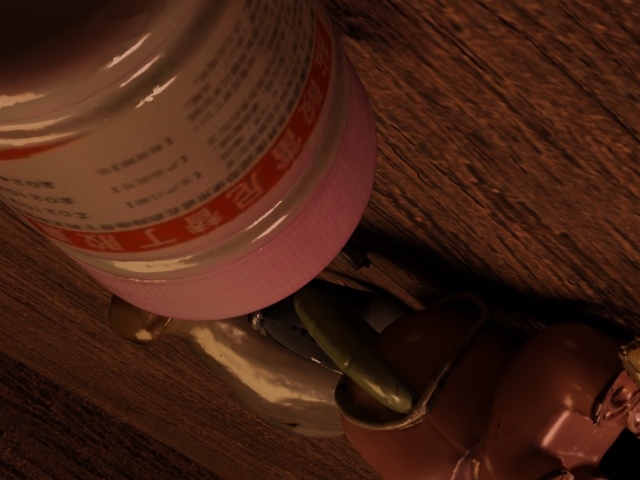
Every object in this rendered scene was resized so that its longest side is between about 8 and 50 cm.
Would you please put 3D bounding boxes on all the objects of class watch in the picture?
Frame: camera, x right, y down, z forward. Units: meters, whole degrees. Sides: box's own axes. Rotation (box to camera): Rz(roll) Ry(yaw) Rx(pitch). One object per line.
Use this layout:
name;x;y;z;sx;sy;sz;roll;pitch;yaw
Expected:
watch;0.021;0.088;1.747;0.193;0.068;0.206;8;161;48

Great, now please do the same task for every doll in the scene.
doll;0.126;0.119;1.499;0.268;0.216;0.284;41;-168;34

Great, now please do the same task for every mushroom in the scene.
mushroom;-0.061;0.109;1.914;0.328;0.122;0.159;30;129;-26

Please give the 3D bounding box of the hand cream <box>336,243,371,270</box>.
hand cream;0.000;0.000;1.542;0.093;0.019;0.030;26;165;0

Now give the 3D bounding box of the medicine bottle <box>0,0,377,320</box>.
medicine bottle;-0.098;-0.096;0.940;0.202;0.202;0.316;18;167;22

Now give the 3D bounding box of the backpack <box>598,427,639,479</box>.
backpack;0.351;0.308;1.658;0.445;0.255;0.363;32;158;-20

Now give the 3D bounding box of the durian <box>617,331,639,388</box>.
durian;0.285;0.095;1.303;0.140;0.071;0.110;32;167;29
